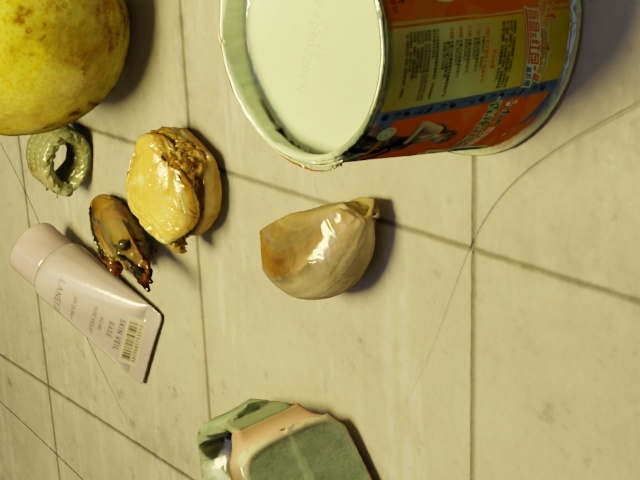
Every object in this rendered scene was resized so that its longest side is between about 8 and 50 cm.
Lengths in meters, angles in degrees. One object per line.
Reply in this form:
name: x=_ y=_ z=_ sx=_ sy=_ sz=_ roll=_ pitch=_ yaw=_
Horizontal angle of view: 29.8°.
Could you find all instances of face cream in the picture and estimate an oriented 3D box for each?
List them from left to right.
face cream: x=-0.348 y=0.086 z=1.817 sx=0.274 sy=0.096 sz=0.154 roll=37 pitch=129 yaw=20

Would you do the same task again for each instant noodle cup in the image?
instant noodle cup: x=0.055 y=-0.194 z=1.081 sx=0.296 sy=0.214 sz=0.296 roll=23 pitch=122 yaw=44

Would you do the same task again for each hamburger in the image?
hamburger: x=-0.188 y=-0.067 z=1.548 sx=0.138 sy=0.083 sz=0.147 roll=49 pitch=135 yaw=34

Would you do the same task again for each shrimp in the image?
shrimp: x=-0.264 y=0.019 z=1.696 sx=0.262 sy=0.066 sz=0.117 roll=49 pitch=154 yaw=49

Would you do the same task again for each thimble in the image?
thimble: x=-0.386 y=-0.120 z=1.771 sx=0.062 sy=0.084 sz=0.110 roll=33 pitch=126 yaw=40

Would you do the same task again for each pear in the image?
pear: x=-0.393 y=-0.292 z=1.555 sx=0.304 sy=0.304 sz=0.304 roll=23 pitch=121 yaw=45

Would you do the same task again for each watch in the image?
watch: x=-0.058 y=0.318 z=1.487 sx=0.253 sy=0.162 sz=0.241 roll=65 pitch=150 yaw=11

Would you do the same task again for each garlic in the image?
garlic: x=-0.002 y=0.015 z=1.347 sx=0.195 sy=0.087 sz=0.101 roll=-19 pitch=76 yaw=55
